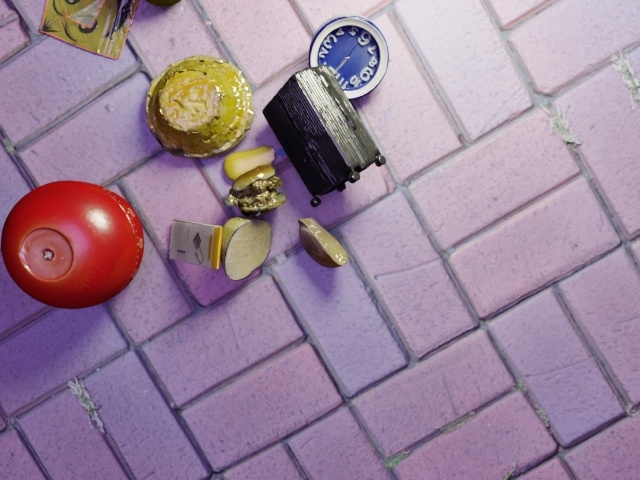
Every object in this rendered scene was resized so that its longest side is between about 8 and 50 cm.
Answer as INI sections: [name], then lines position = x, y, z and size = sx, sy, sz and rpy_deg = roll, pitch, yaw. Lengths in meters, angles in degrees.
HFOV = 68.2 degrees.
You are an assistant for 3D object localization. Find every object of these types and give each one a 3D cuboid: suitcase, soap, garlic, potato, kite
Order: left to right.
[kite]
position = -0.728, -0.725, 1.463
size = 0.328, 0.013, 0.377
rpy_deg = -27, 94, 4
[potato]
position = -0.252, 0.007, 1.448
size = 0.117, 0.182, 0.202
rpy_deg = 30, 120, 31
[soap]
position = -0.218, -0.240, 1.473
size = 0.169, 0.033, 0.089
rpy_deg = -12, 99, 2
[suitcase]
position = -0.001, -0.298, 1.352
size = 0.152, 0.230, 0.335
rpy_deg = -33, 93, -37
[garlic]
position = 0.001, 0.011, 1.451
size = 0.087, 0.101, 0.195
rpy_deg = -39, 85, -27

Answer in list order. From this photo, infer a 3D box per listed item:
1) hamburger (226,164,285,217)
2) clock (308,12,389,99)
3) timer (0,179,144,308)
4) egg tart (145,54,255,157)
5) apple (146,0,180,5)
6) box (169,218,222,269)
[hamburger]
position = -0.200, -0.147, 1.406
size = 0.185, 0.159, 0.131
rpy_deg = -30, 113, -27
[clock]
position = 0.080, -0.533, 1.374
size = 0.231, 0.083, 0.230
rpy_deg = -1, 127, -2
[timer]
position = -0.720, 0.014, 1.385
size = 0.378, 0.279, 0.377
rpy_deg = 0, 97, 1
[egg tart]
position = -0.372, -0.404, 1.417
size = 0.342, 0.132, 0.341
rpy_deg = 0, 95, 3
[apple]
position = -0.473, -0.781, 1.368
size = 0.157, 0.196, 0.196
rpy_deg = -29, 93, 38
[box]
position = -0.371, 0.010, 1.424
size = 0.247, 0.033, 0.129
rpy_deg = 10, 95, 40
